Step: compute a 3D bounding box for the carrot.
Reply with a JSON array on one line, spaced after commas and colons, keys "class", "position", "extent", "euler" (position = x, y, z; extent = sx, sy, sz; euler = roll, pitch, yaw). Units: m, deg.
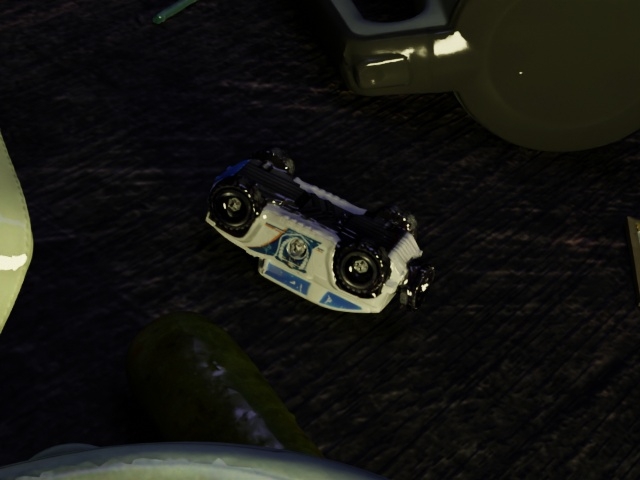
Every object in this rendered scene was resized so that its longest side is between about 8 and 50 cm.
[{"class": "carrot", "position": [0.003, 0.172, 1.115], "extent": [0.074, 0.074, 0.358], "euler": [-10, 46, -44]}]

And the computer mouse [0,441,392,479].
[{"class": "computer mouse", "position": [-0.049, 0.161, 0.954], "extent": [0.371, 0.188, 0.122], "euler": [12, 69, -6]}]

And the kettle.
[{"class": "kettle", "position": [0.148, -0.265, 1.790], "extent": [0.361, 0.250, 0.376], "euler": [-3, 36, -4]}]

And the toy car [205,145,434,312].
[{"class": "toy car", "position": [0.000, 0.000, 1.384], "extent": [0.171, 0.070, 0.080], "euler": [26, 29, 9]}]

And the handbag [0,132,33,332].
[{"class": "handbag", "position": [-0.232, 0.007, 1.027], "extent": [0.079, 0.256, 0.219], "euler": [8, 40, -27]}]

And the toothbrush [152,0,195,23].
[{"class": "toothbrush", "position": [-0.107, -0.218, 1.724], "extent": [0.014, 0.011, 0.167], "euler": [34, 31, 7]}]

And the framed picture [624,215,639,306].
[{"class": "framed picture", "position": [0.351, 0.048, 1.613], "extent": [0.201, 0.010, 0.136], "euler": [18, 31, -8]}]
